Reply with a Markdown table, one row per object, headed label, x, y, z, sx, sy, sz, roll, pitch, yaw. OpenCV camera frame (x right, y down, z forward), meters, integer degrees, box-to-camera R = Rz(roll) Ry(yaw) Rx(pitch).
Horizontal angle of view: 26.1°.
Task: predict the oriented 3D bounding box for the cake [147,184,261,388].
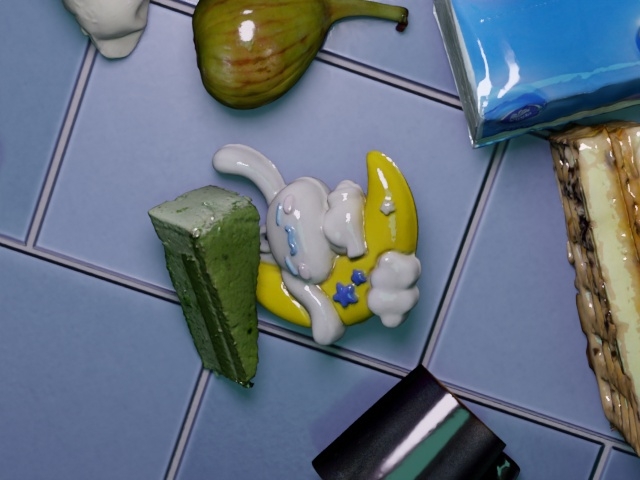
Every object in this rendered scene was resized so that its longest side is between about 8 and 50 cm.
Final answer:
| label | x | y | z | sx | sy | sz | roll | pitch | yaw |
| --- | --- | --- | --- | --- | --- | --- | --- | --- | --- |
| cake | -0.135 | 0.064 | 1.605 | 0.099 | 0.100 | 0.235 | -16 | 114 | -43 |

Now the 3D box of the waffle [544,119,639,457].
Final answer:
| label | x | y | z | sx | sy | sz | roll | pitch | yaw |
| --- | --- | --- | --- | --- | --- | --- | --- | --- | --- |
| waffle | 0.352 | 0.050 | 1.558 | 0.114 | 0.261 | 0.376 | -12 | 96 | 5 |

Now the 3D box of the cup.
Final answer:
| label | x | y | z | sx | sy | sz | roll | pitch | yaw |
| --- | --- | --- | --- | --- | --- | --- | --- | --- | --- |
| cup | 0.123 | 0.270 | 1.659 | 0.177 | 0.239 | 0.166 | -47 | 54 | -2 |

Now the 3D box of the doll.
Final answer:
| label | x | y | z | sx | sy | sz | roll | pitch | yaw |
| --- | --- | --- | --- | --- | --- | --- | --- | --- | --- |
| doll | 0.000 | 0.000 | 1.615 | 0.237 | 0.111 | 0.252 | -6 | 103 | 26 |

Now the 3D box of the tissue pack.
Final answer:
| label | x | y | z | sx | sy | sz | roll | pitch | yaw |
| --- | --- | --- | --- | --- | --- | --- | --- | --- | --- |
| tissue pack | 0.278 | -0.241 | 1.562 | 0.263 | 0.146 | 0.198 | -14 | 77 | -1 |

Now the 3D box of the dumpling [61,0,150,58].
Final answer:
| label | x | y | z | sx | sy | sz | roll | pitch | yaw |
| --- | --- | --- | --- | --- | --- | --- | --- | --- | --- |
| dumpling | -0.237 | -0.305 | 1.590 | 0.134 | 0.100 | 0.169 | -34 | 101 | -13 |

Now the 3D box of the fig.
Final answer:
| label | x | y | z | sx | sy | sz | roll | pitch | yaw |
| --- | --- | --- | --- | --- | --- | --- | --- | --- | --- |
| fig | -0.018 | -0.244 | 1.578 | 0.259 | 0.151 | 0.151 | -15 | 97 | -4 |
